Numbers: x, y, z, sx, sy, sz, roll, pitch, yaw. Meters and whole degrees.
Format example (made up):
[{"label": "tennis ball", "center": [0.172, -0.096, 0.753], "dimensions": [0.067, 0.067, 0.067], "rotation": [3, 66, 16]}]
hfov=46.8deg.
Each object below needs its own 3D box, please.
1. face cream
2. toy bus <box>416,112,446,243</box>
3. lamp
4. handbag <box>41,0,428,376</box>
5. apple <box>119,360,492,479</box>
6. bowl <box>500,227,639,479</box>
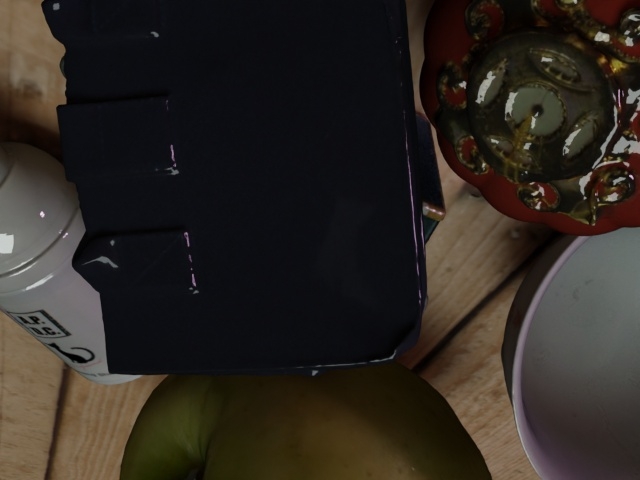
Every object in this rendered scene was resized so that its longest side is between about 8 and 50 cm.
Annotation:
[{"label": "face cream", "center": [-0.275, -0.003, 0.704], "dimensions": [0.146, 0.145, 0.369], "rotation": [-11, 142, 15]}, {"label": "toy bus", "center": [0.000, 0.000, 0.717], "dimensions": [0.167, 0.138, 0.275], "rotation": [9, 140, -14]}, {"label": "lamp", "center": [0.181, -0.116, 0.506], "dimensions": [0.227, 0.226, 0.226], "rotation": [0, 143, 0]}, {"label": "handbag", "center": [-0.068, -0.073, 0.510], "dimensions": [0.269, 0.325, 0.118], "rotation": [-3, -173, 11]}, {"label": "apple", "center": [-0.017, 0.332, 0.919], "dimensions": [0.474, 0.473, 0.473], "rotation": [0, 143, 0]}, {"label": "bowl", "center": [0.313, 0.105, 0.792], "dimensions": [0.346, 0.345, 0.157], "rotation": [17, -177, -21]}]
